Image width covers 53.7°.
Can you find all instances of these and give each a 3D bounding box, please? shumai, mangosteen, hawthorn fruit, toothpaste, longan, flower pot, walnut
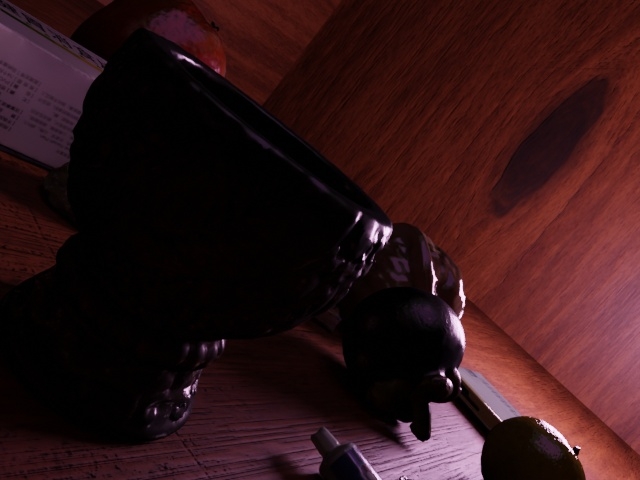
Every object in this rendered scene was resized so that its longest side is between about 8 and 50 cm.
[{"bbox_3d":[-0.277,-0.066,0.798,0.123,0.087,0.099,40,9,-5],"label":"shumai"},{"bbox_3d":[0.131,0.183,0.960,0.194,0.194,0.231,28,41,-46],"label":"mangosteen"},{"bbox_3d":[-0.352,-0.312,1.191,0.284,0.285,0.369,41,50,9],"label":"hawthorn fruit"},{"bbox_3d":[0.078,0.297,0.628,0.268,0.047,0.069,48,0,23],"label":"toothpaste"},{"bbox_3d":[0.327,0.343,0.958,0.145,0.176,0.155,-23,-98,60],"label":"longan"},{"bbox_3d":[-0.118,0.009,0.540,0.266,0.267,0.266,37,9,-7],"label":"flower pot"},{"bbox_3d":[0.149,0.091,1.228,0.273,0.227,0.273,41,14,-13],"label":"walnut"}]

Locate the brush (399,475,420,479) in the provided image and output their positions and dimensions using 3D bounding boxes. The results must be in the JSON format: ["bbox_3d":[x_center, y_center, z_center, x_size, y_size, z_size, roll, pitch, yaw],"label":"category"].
[{"bbox_3d":[0.140,0.315,0.793,0.027,0.034,0.190,27,1,42],"label":"brush"}]

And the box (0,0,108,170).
[{"bbox_3d":[-0.401,-0.213,0.840,0.332,0.145,0.173,28,13,-47],"label":"box"}]

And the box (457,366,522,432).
[{"bbox_3d":[0.377,0.374,1.321,0.210,0.045,0.270,26,16,-51],"label":"box"}]

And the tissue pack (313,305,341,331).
[{"bbox_3d":[-0.005,0.116,1.112,0.083,0.035,0.063,38,10,-13],"label":"tissue pack"}]
